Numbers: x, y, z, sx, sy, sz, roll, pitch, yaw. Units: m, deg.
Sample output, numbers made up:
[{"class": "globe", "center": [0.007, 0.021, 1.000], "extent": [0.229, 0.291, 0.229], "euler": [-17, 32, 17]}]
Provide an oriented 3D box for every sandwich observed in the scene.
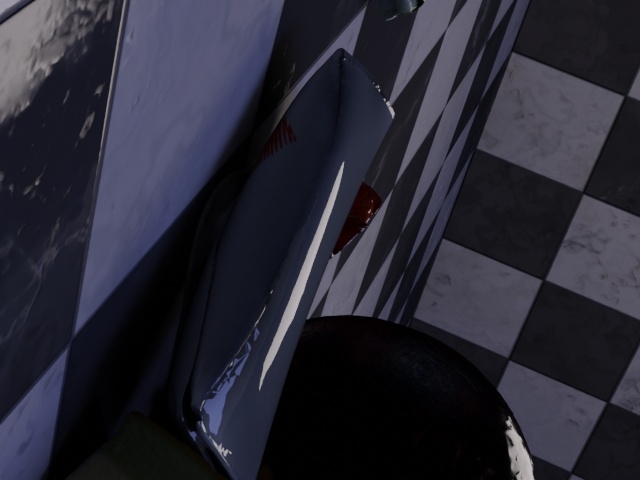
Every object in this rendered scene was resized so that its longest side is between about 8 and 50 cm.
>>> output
[{"class": "sandwich", "center": [-0.098, 0.213, 0.821], "extent": [0.117, 0.144, 0.187], "euler": [-43, 160, -24]}]

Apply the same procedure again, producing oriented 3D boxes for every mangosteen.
[{"class": "mangosteen", "center": [0.012, 0.214, 1.059], "extent": [0.359, 0.306, 0.306], "euler": [-5, 118, -67]}]

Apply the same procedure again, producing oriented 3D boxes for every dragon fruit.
[{"class": "dragon fruit", "center": [0.004, 0.001, 1.204], "extent": [0.131, 0.063, 0.097], "euler": [-58, 167, -45]}]

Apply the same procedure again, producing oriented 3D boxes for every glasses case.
[{"class": "glasses case", "center": [-0.041, 0.013, 0.887], "extent": [0.128, 0.083, 0.308], "euler": [72, 36, -60]}]

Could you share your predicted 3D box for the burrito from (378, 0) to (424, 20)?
[{"class": "burrito", "center": [0.072, -0.230, 1.076], "extent": [0.074, 0.044, 0.118], "euler": [-48, 158, -58]}]

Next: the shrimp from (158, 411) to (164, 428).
[{"class": "shrimp", "center": [-0.105, 0.106, 0.941], "extent": [0.195, 0.035, 0.148], "euler": [-68, 169, 16]}]
